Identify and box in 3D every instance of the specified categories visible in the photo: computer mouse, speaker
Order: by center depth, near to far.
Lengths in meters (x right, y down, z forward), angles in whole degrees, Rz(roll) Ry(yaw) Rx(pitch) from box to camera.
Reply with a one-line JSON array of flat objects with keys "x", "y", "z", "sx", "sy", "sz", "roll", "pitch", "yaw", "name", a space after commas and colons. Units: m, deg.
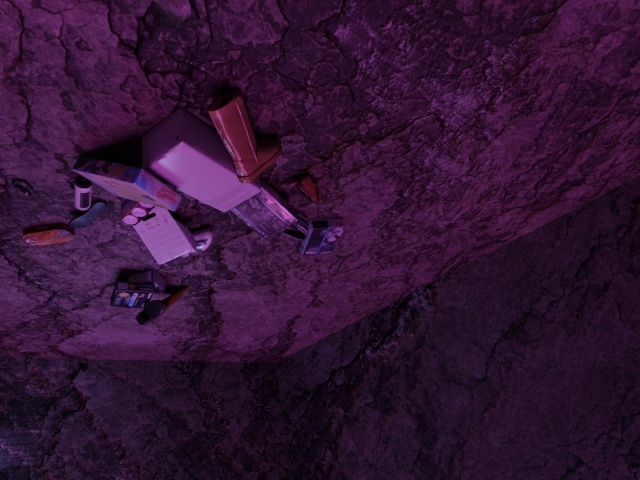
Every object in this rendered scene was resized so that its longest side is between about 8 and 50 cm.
[{"x": -1.055, "y": -0.202, "z": 1.447, "sx": 0.071, "sy": 0.041, "sz": 0.242, "roll": -21, "pitch": 151, "yaw": 14, "name": "computer mouse"}, {"x": -0.849, "y": -0.168, "z": 1.576, "sx": 0.055, "sy": 0.055, "sz": 0.136, "roll": 4, "pitch": 147, "yaw": -28, "name": "speaker"}]

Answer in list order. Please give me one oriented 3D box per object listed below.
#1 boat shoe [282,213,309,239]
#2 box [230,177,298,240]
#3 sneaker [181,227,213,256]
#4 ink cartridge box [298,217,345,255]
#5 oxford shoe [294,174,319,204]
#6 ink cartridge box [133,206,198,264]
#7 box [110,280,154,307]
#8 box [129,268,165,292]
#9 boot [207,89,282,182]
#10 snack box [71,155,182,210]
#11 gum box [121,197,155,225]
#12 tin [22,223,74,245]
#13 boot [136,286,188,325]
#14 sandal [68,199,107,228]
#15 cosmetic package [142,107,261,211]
[{"x": -0.167, "y": -0.084, "z": 1.951, "sx": 0.116, "sy": 0.099, "sz": 0.319, "roll": -27, "pitch": 147, "yaw": 32, "name": "boat shoe"}, {"x": -0.233, "y": -0.124, "z": 1.808, "sx": 0.183, "sy": 0.056, "sz": 0.231, "roll": -32, "pitch": 126, "yaw": 24, "name": "box"}, {"x": -0.598, "y": 0.000, "z": 1.939, "sx": 0.234, "sy": 0.094, "sz": 0.153, "roll": -17, "pitch": 162, "yaw": 30, "name": "sneaker"}, {"x": 0.000, "y": 0.000, "z": 2.214, "sx": 0.165, "sy": 0.065, "sz": 0.333, "roll": -4, "pitch": 152, "yaw": -16, "name": "ink cartridge box"}, {"x": -0.035, "y": -0.205, "z": 1.823, "sx": 0.076, "sy": 0.076, "sz": 0.212, "roll": -55, "pitch": 160, "yaw": -5, "name": "oxford shoe"}, {"x": -0.653, "y": -0.032, "z": 1.841, "sx": 0.188, "sy": 0.066, "sz": 0.233, "roll": -22, "pitch": 107, "yaw": 16, "name": "ink cartridge box"}, {"x": -0.941, "y": 0.273, "z": 2.199, "sx": 0.175, "sy": 0.051, "sz": 0.220, "roll": 8, "pitch": 147, "yaw": -31, "name": "box"}, {"x": -0.883, "y": 0.215, "z": 2.247, "sx": 0.126, "sy": 0.072, "sz": 0.137, "roll": -16, "pitch": 151, "yaw": 5, "name": "box"}, {"x": -0.228, "y": -0.352, "z": 1.411, "sx": 0.089, "sy": 0.236, "sz": 0.270, "roll": 9, "pitch": 137, "yaw": 26, "name": "boot"}, {"x": -0.633, "y": -0.188, "z": 1.443, "sx": 0.321, "sy": 0.060, "sz": 0.187, "roll": 14, "pitch": 164, "yaw": 29, "name": "snack box"}, {"x": -0.672, "y": -0.145, "z": 1.631, "sx": 0.188, "sy": 0.107, "sz": 0.062, "roll": -32, "pitch": 146, "yaw": 33, "name": "gum box"}, {"x": -1.089, "y": -0.022, "z": 1.770, "sx": 0.189, "sy": 0.040, "sz": 0.106, "roll": -9, "pitch": 148, "yaw": -6, "name": "tin"}, {"x": -0.804, "y": 0.329, "z": 2.336, "sx": 0.264, "sy": 0.096, "sz": 0.280, "roll": -43, "pitch": 174, "yaw": 39, "name": "boot"}, {"x": -0.895, "y": -0.106, "z": 1.699, "sx": 0.179, "sy": 0.040, "sz": 0.067, "roll": -35, "pitch": 153, "yaw": 11, "name": "sandal"}, {"x": -0.392, "y": -0.254, "z": 1.491, "sx": 0.196, "sy": 0.155, "sz": 0.365, "roll": -25, "pitch": 149, "yaw": 24, "name": "cosmetic package"}]
